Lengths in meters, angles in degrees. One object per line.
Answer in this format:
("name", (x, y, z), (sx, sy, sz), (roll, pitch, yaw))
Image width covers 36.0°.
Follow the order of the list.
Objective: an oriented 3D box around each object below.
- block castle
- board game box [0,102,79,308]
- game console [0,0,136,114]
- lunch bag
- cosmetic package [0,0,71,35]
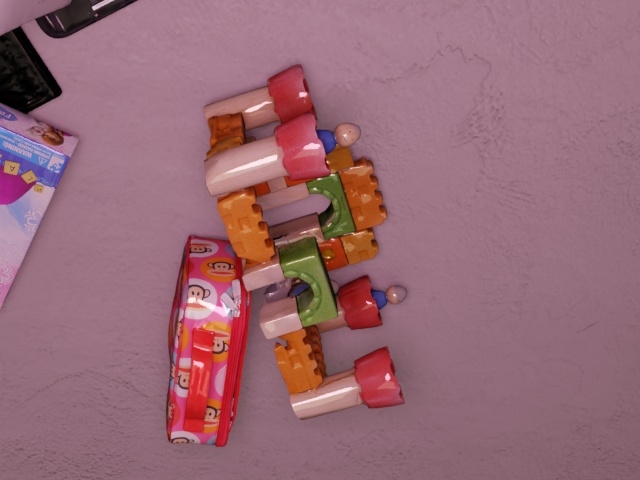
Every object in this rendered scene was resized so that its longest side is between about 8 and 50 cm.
("block castle", (0.000, 0.000, 1.416), (0.212, 0.303, 0.453), (-17, 116, 3))
("board game box", (-0.563, -0.080, 1.443), (0.318, 0.066, 0.318), (24, 120, -14))
("game console", (-0.381, -0.316, 1.381), (0.361, 0.044, 0.213), (-25, 116, 8))
("lunch bag", (-0.175, 0.160, 1.502), (0.120, 0.258, 0.293), (7, 115, -7))
("cosmetic package", (-0.467, -0.469, 1.110), (0.393, 0.327, 0.329), (23, 112, -4))
